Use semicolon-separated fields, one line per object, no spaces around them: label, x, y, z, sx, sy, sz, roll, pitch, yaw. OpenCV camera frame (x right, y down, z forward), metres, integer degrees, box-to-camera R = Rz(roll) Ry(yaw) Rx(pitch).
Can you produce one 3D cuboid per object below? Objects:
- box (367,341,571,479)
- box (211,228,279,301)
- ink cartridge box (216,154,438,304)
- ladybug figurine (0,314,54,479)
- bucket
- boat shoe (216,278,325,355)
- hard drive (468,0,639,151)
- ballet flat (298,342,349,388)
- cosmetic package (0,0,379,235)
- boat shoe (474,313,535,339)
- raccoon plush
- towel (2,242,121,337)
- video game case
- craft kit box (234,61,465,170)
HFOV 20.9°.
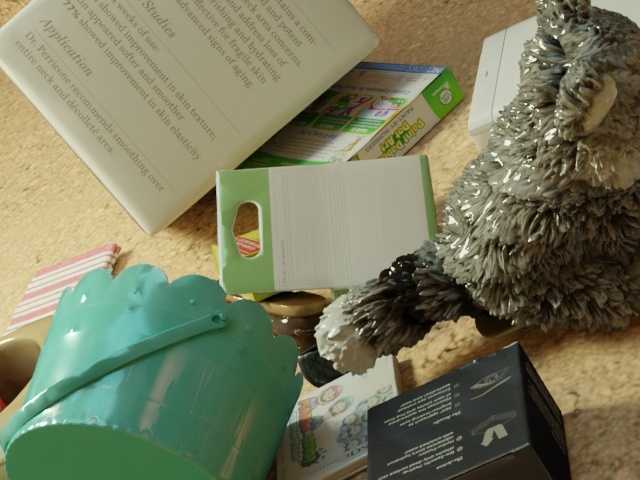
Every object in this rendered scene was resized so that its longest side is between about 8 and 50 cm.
box;0.128;0.192;1.503;0.156;0.093;0.158;-26;25;16
box;0.000;0.000;1.952;0.232;0.058;0.087;-21;19;-24
ink cartridge box;0.009;-0.005;1.864;0.235;0.056;0.171;-5;55;2
ladybug figurine;-0.378;0.259;1.912;0.449;0.162;0.305;-37;24;-6
bucket;-0.165;0.176;1.678;0.281;0.281;0.183;-16;39;34
boat shoe;-0.058;0.087;1.938;0.073;0.073;0.207;-15;17;-25
hard drive;0.350;-0.242;2.067;0.353;0.047;0.233;-21;28;25
ballet flat;0.039;0.088;1.847;0.057;0.049;0.173;-1;40;48
cosmetic package;-0.191;-0.259;2.308;0.394;0.329;0.327;-40;9;-4
boat shoe;0.223;0.051;1.709;0.153;0.048;0.056;-40;50;3
raccoon plush;0.156;-0.032;1.568;0.446;0.299;0.216;-35;50;5
towel;-0.354;0.087;2.357;0.144;0.029;0.197;-20;31;28
video game case;0.019;0.187;1.731;0.143;0.019;0.157;-28;25;12
craft kit box;0.027;-0.138;2.265;0.246;0.061;0.250;-41;25;-20
